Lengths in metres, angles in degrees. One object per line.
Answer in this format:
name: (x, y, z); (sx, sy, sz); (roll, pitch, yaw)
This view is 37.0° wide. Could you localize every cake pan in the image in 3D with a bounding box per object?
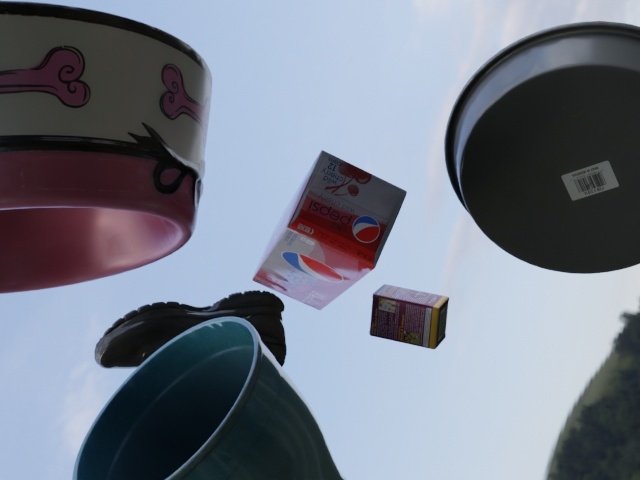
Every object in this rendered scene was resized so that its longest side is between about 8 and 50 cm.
cake pan: (0.272, -0.079, 0.980); (0.054, 0.293, 0.293); (-74, -19, -51)

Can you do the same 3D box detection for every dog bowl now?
dog bowl: (-0.289, -0.054, 0.857); (0.408, 0.408, 0.150); (13, -115, -63)

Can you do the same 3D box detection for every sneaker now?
sneaker: (-0.184, 0.157, 1.392); (0.109, 0.286, 0.130); (92, 165, -60)

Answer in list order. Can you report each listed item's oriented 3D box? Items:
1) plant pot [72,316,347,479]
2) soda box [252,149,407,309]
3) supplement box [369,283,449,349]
plant pot: (-0.103, 0.274, 1.132); (0.255, 0.272, 0.271); (49, -126, -25)
soda box: (0.000, 0.000, 0.967); (0.263, 0.092, 0.083); (128, 166, -73)
supplement box: (0.104, 0.089, 1.125); (0.043, 0.083, 0.055); (-34, -49, -60)
